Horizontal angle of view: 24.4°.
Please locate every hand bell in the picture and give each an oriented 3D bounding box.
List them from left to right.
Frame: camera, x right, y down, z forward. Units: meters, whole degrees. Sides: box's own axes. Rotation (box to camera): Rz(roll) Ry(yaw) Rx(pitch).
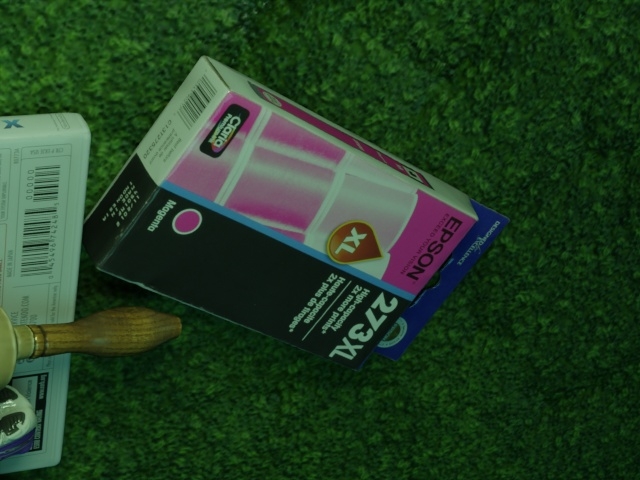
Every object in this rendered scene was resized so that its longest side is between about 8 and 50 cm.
[{"bbox_3d":[-0.206,0.073,1.104,0.242,0.126,0.126,-5,127,-40],"label":"hand bell"}]

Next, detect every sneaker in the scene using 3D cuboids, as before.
[{"bbox_3d":[-0.298,0.172,1.140,0.170,0.068,0.071,-16,143,-13],"label":"sneaker"}]

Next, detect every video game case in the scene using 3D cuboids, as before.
[{"bbox_3d":[-0.331,0.061,1.103,0.300,0.036,0.329,-6,127,-25],"label":"video game case"}]

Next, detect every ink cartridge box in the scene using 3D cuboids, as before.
[{"bbox_3d":[0.000,0.000,1.219,0.371,0.069,0.176,24,111,-41],"label":"ink cartridge box"}]
